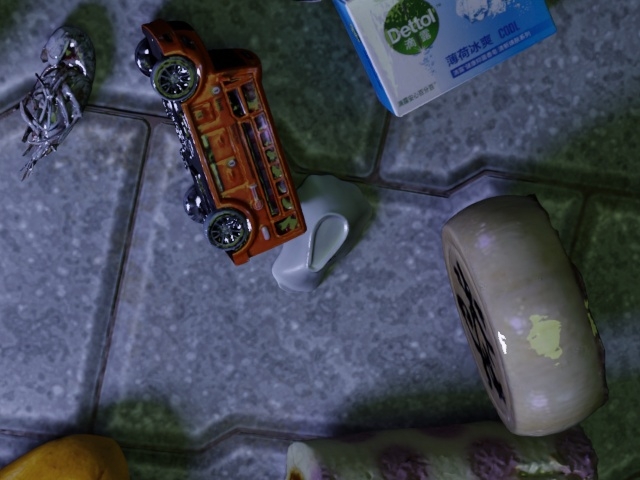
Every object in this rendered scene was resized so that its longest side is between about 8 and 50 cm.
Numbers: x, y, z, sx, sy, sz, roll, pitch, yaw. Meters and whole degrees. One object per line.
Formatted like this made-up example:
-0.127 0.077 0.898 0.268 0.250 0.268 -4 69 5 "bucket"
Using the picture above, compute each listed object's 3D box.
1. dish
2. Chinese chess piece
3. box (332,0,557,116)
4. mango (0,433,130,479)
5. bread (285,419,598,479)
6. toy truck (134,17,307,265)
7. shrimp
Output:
0.000 0.000 1.892 0.091 0.039 0.137 25 98 -22 "dish"
0.212 0.078 1.859 0.104 0.257 0.257 -17 112 -4 "Chinese chess piece"
0.127 -0.237 1.830 0.194 0.073 0.139 -29 113 -5 "box"
-0.296 0.318 1.868 0.257 0.138 0.187 -39 95 -4 "mango"
0.133 0.297 1.967 0.338 0.155 0.187 -5 117 -16 "bread"
-0.100 -0.110 1.792 0.114 0.107 0.253 -21 114 -9 "toy truck"
-0.269 -0.133 1.766 0.065 0.056 0.165 25 90 -37 "shrimp"
